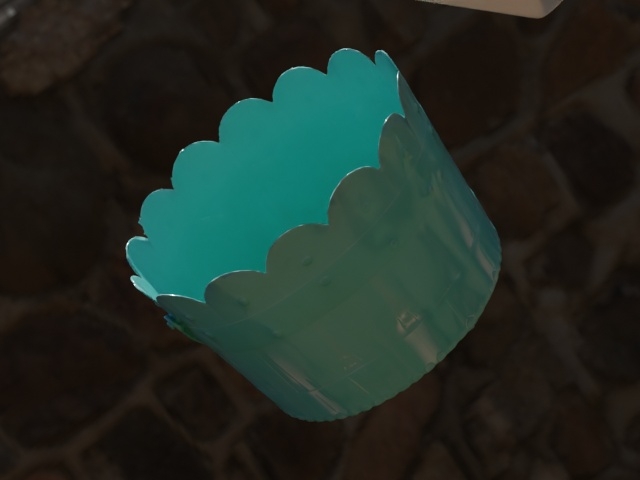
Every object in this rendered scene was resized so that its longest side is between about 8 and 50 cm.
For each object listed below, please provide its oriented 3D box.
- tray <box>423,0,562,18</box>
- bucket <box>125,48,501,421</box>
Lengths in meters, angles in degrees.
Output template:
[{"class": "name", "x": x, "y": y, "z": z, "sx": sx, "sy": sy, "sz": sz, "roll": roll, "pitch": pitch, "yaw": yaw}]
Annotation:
[{"class": "tray", "x": 0.158, "y": -0.247, "z": 1.154, "sx": 0.145, "sy": 0.030, "sz": 0.270, "roll": 4, "pitch": -27, "yaw": -22}, {"class": "bucket", "x": 0.000, "y": 0.000, "z": 1.345, "sx": 0.281, "sy": 0.183, "sz": 0.281, "roll": -30, "pitch": 29, "yaw": 18}]
